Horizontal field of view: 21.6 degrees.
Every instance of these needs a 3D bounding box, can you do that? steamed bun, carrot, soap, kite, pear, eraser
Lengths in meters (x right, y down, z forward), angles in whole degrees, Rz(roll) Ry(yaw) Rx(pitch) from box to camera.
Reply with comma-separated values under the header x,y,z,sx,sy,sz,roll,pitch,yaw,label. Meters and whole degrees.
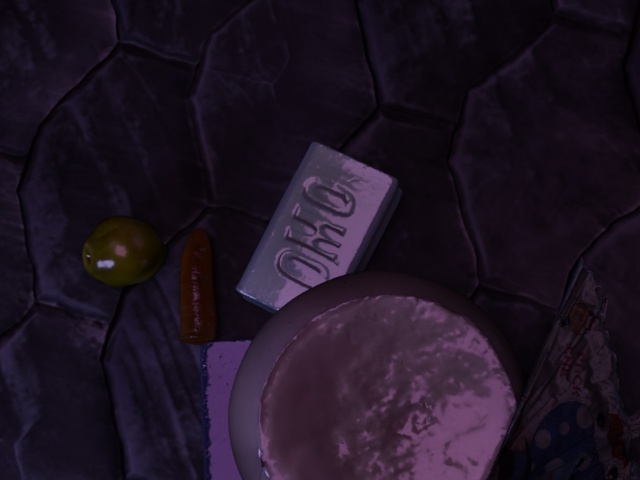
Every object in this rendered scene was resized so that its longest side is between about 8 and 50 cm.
x,y,z,sx,sy,sz,roll,pitch,yaw,label
0.063,0.190,1.808,0.324,0.206,0.324,0,85,-6,steamed bun
-0.146,0.053,1.964,0.048,0.048,0.139,-6,74,8,carrot
0.000,0.000,1.941,0.119,0.066,0.198,25,83,15,soap
0.298,0.217,1.775,0.368,0.014,0.406,-22,103,-31,kite
-0.229,0.011,1.968,0.097,0.092,0.092,-1,73,-34,pear
-0.093,0.227,1.920,0.082,0.036,0.225,-5,77,8,eraser
